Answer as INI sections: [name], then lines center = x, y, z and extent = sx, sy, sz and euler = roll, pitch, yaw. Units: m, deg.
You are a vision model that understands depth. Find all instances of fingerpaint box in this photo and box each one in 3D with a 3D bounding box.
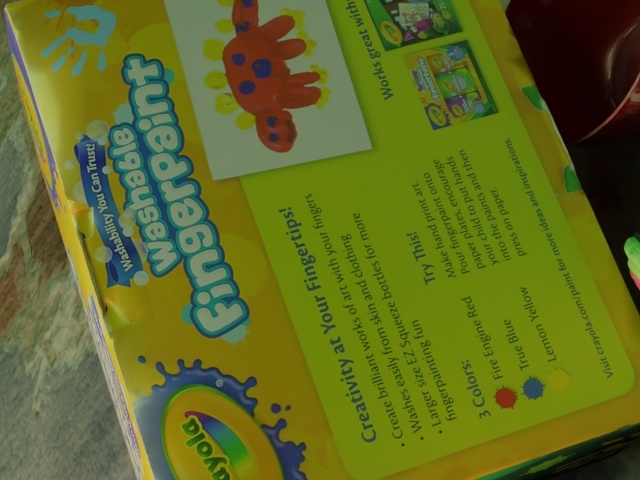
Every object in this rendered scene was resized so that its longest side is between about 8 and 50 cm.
[fingerpaint box]
center = 0.000, 0.000, 1.051
extent = 0.163, 0.371, 0.445
euler = 107, 144, -67

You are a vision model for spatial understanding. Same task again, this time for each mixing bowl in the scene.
[mixing bowl]
center = 0.235, -0.152, 1.108
extent = 0.181, 0.098, 0.182
euler = -23, 61, 50

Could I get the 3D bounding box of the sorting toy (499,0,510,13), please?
[sorting toy]
center = 0.154, -0.108, 1.275
extent = 0.193, 0.038, 0.208
euler = -46, 40, 38

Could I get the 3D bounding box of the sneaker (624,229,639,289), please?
[sneaker]
center = 0.393, 0.005, 0.796
extent = 0.482, 0.185, 0.202
euler = -2, 59, 52
